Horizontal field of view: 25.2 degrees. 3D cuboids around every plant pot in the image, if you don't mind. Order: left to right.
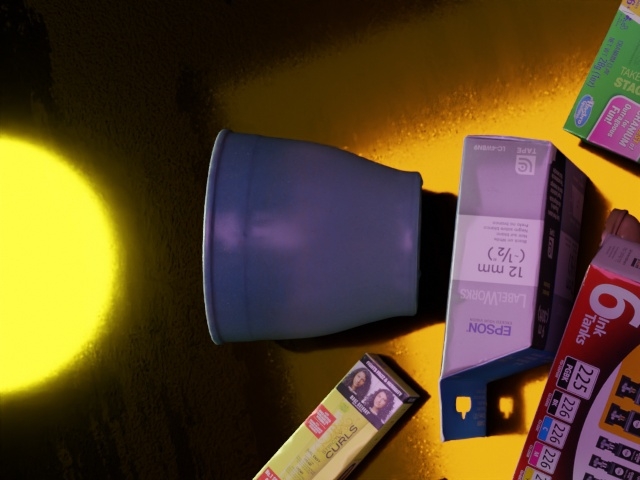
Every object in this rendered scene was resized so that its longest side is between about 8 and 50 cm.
[{"bbox_3d":[0.000,0.000,1.790,0.255,0.271,0.272,2,84,6],"label":"plant pot"}]

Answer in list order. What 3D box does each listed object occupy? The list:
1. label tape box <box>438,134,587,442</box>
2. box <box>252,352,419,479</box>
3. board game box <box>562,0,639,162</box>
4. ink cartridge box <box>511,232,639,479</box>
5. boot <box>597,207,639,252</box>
[{"bbox_3d":[0.231,0.068,1.696,0.115,0.249,0.348,3,84,20],"label":"label tape box"},{"bbox_3d":[0.018,0.257,1.849,0.087,0.058,0.232,45,99,18],"label":"box"},{"bbox_3d":[0.467,-0.180,1.671,0.316,0.064,0.242,30,98,42],"label":"board game box"},{"bbox_3d":[0.395,0.189,1.628,0.271,0.130,0.310,21,113,14],"label":"ink cartridge box"},{"bbox_3d":[0.463,0.091,1.705,0.269,0.089,0.236,7,98,21],"label":"boot"}]
